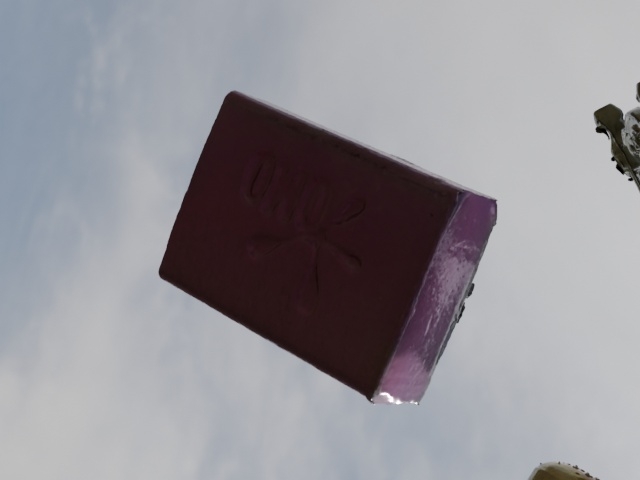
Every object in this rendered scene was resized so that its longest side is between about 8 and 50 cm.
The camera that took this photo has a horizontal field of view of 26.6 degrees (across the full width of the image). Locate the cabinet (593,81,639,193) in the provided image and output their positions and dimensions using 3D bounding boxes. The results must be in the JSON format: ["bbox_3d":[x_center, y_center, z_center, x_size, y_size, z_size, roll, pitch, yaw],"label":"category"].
[{"bbox_3d":[0.438,-0.040,1.286,0.318,0.227,0.290,62,3,1],"label":"cabinet"}]

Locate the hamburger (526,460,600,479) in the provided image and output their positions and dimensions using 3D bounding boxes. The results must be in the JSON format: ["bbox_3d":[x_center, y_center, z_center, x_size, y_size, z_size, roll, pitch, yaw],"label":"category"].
[{"bbox_3d":[0.256,0.272,1.302,0.081,0.126,0.141,-41,-135,-7],"label":"hamburger"}]

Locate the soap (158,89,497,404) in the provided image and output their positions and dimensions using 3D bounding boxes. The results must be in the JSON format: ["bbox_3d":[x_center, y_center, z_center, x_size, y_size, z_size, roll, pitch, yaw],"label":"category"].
[{"bbox_3d":[-0.001,0.000,1.112,0.259,0.081,0.181,28,-82,34],"label":"soap"}]
